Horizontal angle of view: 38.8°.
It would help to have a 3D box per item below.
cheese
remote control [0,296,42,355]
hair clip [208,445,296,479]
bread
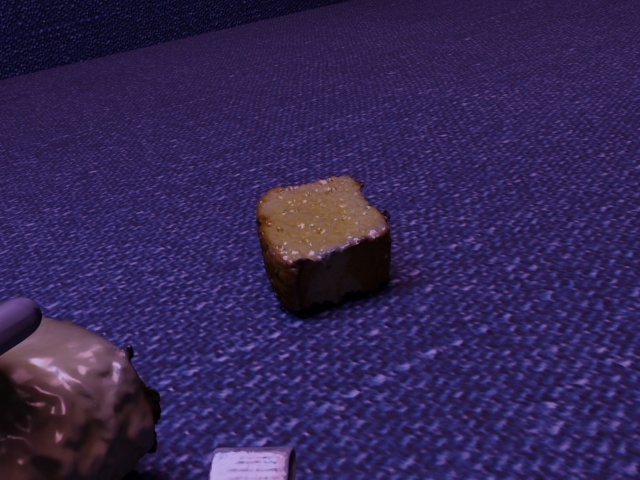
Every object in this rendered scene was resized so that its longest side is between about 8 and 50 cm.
[{"bbox_3d":[-0.178,0.117,0.465,0.123,0.094,0.167,15,34,35],"label":"cheese"},{"bbox_3d":[-0.243,0.068,0.481,0.261,0.029,0.067,-16,14,39],"label":"remote control"},{"bbox_3d":[-0.036,0.162,0.349,0.140,0.054,0.220,0,24,6],"label":"hair clip"},{"bbox_3d":[0.000,0.000,0.748,0.103,0.065,0.187,-11,18,-9],"label":"bread"}]
